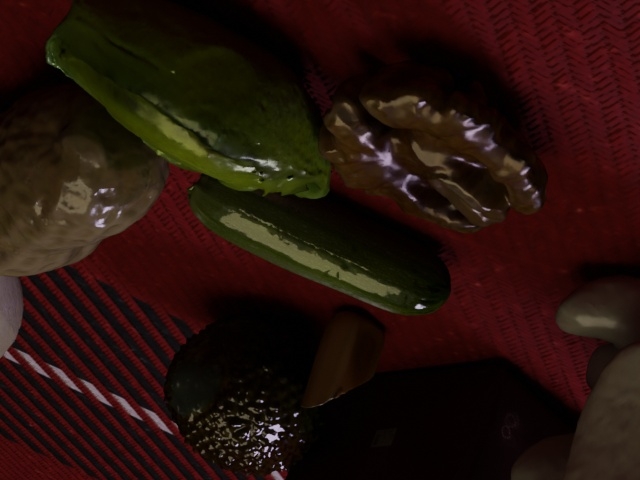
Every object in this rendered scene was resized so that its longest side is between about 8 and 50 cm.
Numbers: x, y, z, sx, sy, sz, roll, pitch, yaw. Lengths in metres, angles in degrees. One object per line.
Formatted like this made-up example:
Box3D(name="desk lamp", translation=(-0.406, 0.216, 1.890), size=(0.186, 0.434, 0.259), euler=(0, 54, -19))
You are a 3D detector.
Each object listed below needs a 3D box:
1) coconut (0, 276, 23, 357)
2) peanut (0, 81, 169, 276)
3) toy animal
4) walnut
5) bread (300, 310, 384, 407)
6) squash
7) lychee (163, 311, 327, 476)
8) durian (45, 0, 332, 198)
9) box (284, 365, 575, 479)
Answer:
Box3D(name="coconut", translation=(-0.385, 0.033, 1.416), size=(0.202, 0.202, 0.222), euler=(12, 153, 12))
Box3D(name="peanut", translation=(-0.229, -0.046, 1.246), size=(0.159, 0.143, 0.291), euler=(-5, 172, -45))
Box3D(name="toy animal", translation=(0.255, 0.196, 1.216), size=(0.206, 0.265, 0.271), euler=(21, 157, 40))
Box3D(name="walnut", translation=(0.080, -0.070, 1.087), size=(0.170, 0.069, 0.143), euler=(36, 146, -31))
Box3D(name="bread", translation=(0.020, 0.120, 1.427), size=(0.049, 0.103, 0.062), euler=(0, 155, 45))
Box3D(name="squash", translation=(0.000, 0.000, 1.262), size=(0.239, 0.069, 0.069), euler=(25, 151, -11))
Box3D(name="lychee", translation=(-0.067, 0.153, 1.485), size=(0.171, 0.171, 0.171), euler=(14, 152, 8))
Box3D(name="durian", translation=(-0.080, -0.100, 1.103), size=(0.250, 0.101, 0.139), euler=(28, 175, -21))
Box3D(name="box", translation=(0.111, 0.238, 1.497), size=(0.294, 0.193, 0.167), euler=(-13, 133, 43))
